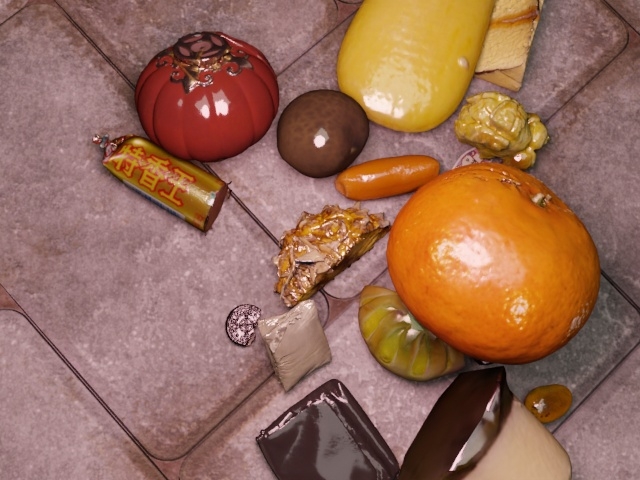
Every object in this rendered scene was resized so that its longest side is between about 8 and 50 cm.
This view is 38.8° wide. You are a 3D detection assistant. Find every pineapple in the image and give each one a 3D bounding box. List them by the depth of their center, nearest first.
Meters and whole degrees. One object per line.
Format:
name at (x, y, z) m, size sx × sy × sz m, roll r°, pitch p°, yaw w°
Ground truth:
pineapple at (0.001, -0.002, 1.921) m, size 0.334 × 0.158 × 0.161 m, roll -36°, pitch 82°, yaw -12°

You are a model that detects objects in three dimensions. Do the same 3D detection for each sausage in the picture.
sausage at (-0.345, -0.147, 1.944) m, size 0.317 × 0.117 × 0.125 m, roll 32°, pitch 67°, yaw 2°
sausage at (0.148, -0.139, 2.000) m, size 0.238 × 0.098 × 0.098 m, roll -9°, pitch 77°, yaw -11°

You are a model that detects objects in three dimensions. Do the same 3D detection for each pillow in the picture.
pillow at (-0.049, 0.217, 1.868) m, size 0.134 × 0.181 × 0.078 m, roll -29°, pitch 39°, yaw -19°

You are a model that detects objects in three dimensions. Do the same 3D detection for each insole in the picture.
insole at (0.373, -0.198, 2.084) m, size 0.197 × 0.004 × 0.065 m, roll -43°, pitch 83°, yaw -13°

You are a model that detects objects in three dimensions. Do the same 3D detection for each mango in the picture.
mango at (0.487, 0.346, 1.939) m, size 0.114 × 0.057 × 0.079 m, roll -23°, pitch 75°, yaw -19°

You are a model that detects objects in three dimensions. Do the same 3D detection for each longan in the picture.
longan at (0.001, -0.229, 1.965) m, size 0.198 × 0.198 × 0.212 m, roll 24°, pitch 63°, yaw 1°

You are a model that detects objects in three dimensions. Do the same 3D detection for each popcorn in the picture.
popcorn at (0.396, -0.239, 2.023) m, size 0.195 × 0.168 × 0.174 m, roll 31°, pitch 59°, yaw -36°

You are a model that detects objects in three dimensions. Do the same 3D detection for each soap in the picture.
soap at (0.215, -0.446, 2.073) m, size 0.306 × 0.115 × 0.427 m, roll 26°, pitch 76°, yaw -3°

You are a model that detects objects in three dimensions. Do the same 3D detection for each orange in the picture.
orange at (0.339, 0.035, 1.748) m, size 0.423 × 0.424 × 0.326 m, roll 31°, pitch 115°, yaw 2°

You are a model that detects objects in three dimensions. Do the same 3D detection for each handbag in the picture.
handbag at (0.016, 0.438, 1.863) m, size 0.223 × 0.080 × 0.247 m, roll -35°, pitch 84°, yaw -5°

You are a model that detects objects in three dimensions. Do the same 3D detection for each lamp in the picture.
lamp at (-0.238, -0.300, 1.912) m, size 0.303 × 0.257 × 0.303 m, roll -2°, pitch 41°, yaw 2°

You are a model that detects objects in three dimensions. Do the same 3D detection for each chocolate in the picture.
chocolate at (0.342, 0.452, 1.781) m, size 0.297 × 0.314 × 0.326 m, roll 32°, pitch 72°, yaw -6°

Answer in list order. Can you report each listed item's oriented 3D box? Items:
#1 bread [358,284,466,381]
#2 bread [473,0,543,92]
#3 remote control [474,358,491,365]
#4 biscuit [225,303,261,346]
bread at (0.188, 0.207, 1.893) m, size 0.260 × 0.158 × 0.156 m, roll 20°, pitch 79°, yaw 2°
bread at (0.452, -0.487, 2.107) m, size 0.178 × 0.142 × 0.266 m, roll 9°, pitch 73°, yaw 39°
remote control at (0.322, 0.074, 1.983) m, size 0.144 × 0.062 × 0.399 m, roll -18°, pitch 80°, yaw -9°
biscuit at (-0.160, 0.178, 1.930) m, size 0.089 × 0.027 × 0.087 m, roll -28°, pitch 80°, yaw -12°
